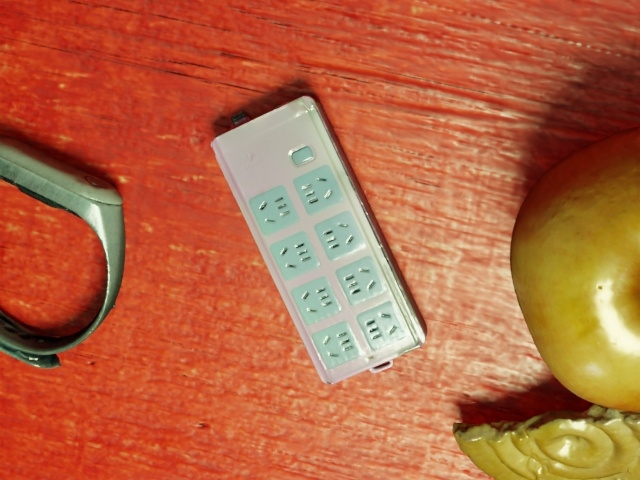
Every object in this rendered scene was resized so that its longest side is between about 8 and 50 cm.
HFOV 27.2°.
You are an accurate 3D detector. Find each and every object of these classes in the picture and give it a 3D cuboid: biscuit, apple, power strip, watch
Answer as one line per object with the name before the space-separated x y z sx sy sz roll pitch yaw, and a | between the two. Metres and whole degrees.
biscuit | 0.239 0.198 1.193 0.224 0.033 0.144 -8 134 28
apple | 0.276 0.022 1.085 0.242 0.241 0.242 2 100 10
power strip | 0.000 0.000 1.226 0.109 0.037 0.279 -24 97 13
watch | -0.288 0.010 1.259 0.206 0.068 0.193 24 103 1
